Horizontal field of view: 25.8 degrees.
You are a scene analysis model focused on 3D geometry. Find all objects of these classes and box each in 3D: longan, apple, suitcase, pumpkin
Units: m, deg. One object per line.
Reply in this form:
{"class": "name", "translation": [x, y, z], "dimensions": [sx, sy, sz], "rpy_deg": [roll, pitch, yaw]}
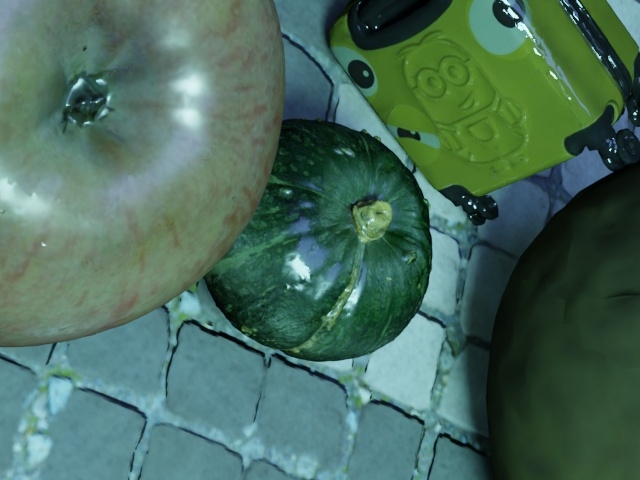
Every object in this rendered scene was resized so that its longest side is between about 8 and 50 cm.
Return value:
{"class": "longan", "translation": [0.328, 0.148, 1.085], "dimensions": [0.404, 0.404, 0.436], "rpy_deg": [-26, 102, -37]}
{"class": "apple", "translation": [-0.180, -0.093, 0.846], "dimensions": [0.344, 0.269, 0.345], "rpy_deg": [9, 74, -35]}
{"class": "suitcase", "translation": [0.143, -0.152, 1.145], "dimensions": [0.235, 0.194, 0.143], "rpy_deg": [51, 47, -15]}
{"class": "pumpkin", "translation": [-0.001, 0.000, 1.030], "dimensions": [0.190, 0.146, 0.190], "rpy_deg": [32, 51, -50]}
